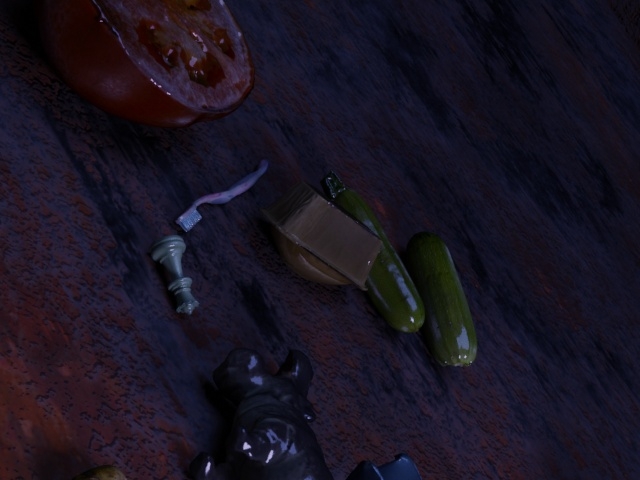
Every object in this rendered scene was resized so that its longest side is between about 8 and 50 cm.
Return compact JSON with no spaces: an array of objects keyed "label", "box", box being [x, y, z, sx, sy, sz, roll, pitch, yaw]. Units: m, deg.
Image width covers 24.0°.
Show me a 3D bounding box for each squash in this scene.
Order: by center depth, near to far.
[{"label":"squash","box":[0.069,0.019,2.035,0.066,0.066,0.252,2,54,-54]},{"label":"squash","box":[0.169,0.083,2.102,0.069,0.069,0.239,26,37,-37]}]

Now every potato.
[{"label":"potato","box":[-0.209,0.239,1.407,0.083,0.040,0.051,-13,89,-65]}]

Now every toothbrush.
[{"label":"toothbrush","box":[-0.120,-0.061,1.911,0.027,0.021,0.269,61,28,-6]}]

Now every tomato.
[{"label":"tomato","box":[-0.236,-0.254,1.849,0.338,0.143,0.338,39,31,-29]}]

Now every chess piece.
[{"label":"chess piece","box":[-0.163,0.043,1.712,0.042,0.042,0.093,6,58,-52]}]

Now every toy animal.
[{"label":"toy animal","box":[-0.050,0.229,1.583,0.168,0.106,0.343,28,32,-33]}]

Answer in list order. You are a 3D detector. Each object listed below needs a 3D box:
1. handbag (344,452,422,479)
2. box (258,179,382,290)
[{"label":"handbag","box":[0.080,0.349,1.582,0.057,0.144,0.221,-7,61,-38]},{"label":"box","box":[0.000,0.000,1.938,0.177,0.111,0.111,34,32,-35]}]
